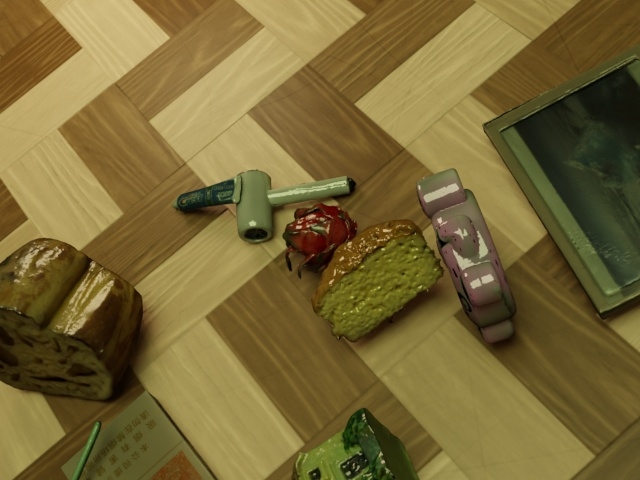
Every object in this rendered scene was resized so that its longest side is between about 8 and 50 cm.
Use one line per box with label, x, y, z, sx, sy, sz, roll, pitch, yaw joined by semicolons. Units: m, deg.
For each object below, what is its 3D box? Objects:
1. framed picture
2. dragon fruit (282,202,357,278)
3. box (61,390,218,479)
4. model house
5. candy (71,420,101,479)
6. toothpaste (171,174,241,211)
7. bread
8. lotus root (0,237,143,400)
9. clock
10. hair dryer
framed picture;0.512;-0.118;1.604;0.326;0.028;0.446;-29;54;6
dragon fruit;0.000;-0.007;1.726;0.142;0.130;0.121;-13;100;0
box;-0.270;0.446;1.596;0.204;0.051;0.365;-42;56;-7
model house;0.055;0.400;1.428;0.189;0.195;0.214;-33;52;9
candy;-0.433;0.451;1.607;0.083;0.091;0.305;19;80;19
toothpaste;-0.226;-0.086;1.869;0.197;0.035;0.057;-10;69;41
bread;0.092;0.059;1.623;0.229;0.143;0.139;-37;18;9
lotus root;-0.474;0.125;1.727;0.316;0.316;0.250;9;57;25
clock;0.243;0.028;1.541;0.090;0.227;0.247;-21;54;7
hair dryer;-0.046;-0.077;1.821;0.237;0.073;0.131;-9;60;5
